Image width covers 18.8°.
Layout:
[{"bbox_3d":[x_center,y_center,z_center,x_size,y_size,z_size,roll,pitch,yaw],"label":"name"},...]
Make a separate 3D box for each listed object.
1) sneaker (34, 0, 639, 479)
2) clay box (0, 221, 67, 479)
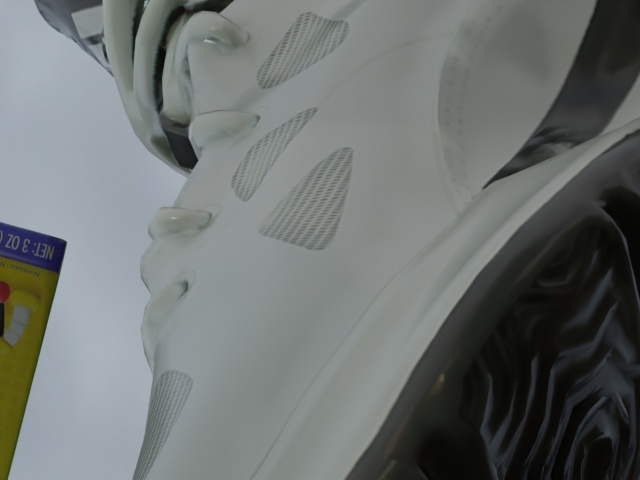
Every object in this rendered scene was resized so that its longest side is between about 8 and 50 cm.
[{"bbox_3d":[0.001,0.000,0.519,0.447,0.257,0.169,-54,-42,-37],"label":"sneaker"},{"bbox_3d":[-0.179,0.092,0.688,0.127,0.053,0.222,15,-105,-15],"label":"clay box"}]
